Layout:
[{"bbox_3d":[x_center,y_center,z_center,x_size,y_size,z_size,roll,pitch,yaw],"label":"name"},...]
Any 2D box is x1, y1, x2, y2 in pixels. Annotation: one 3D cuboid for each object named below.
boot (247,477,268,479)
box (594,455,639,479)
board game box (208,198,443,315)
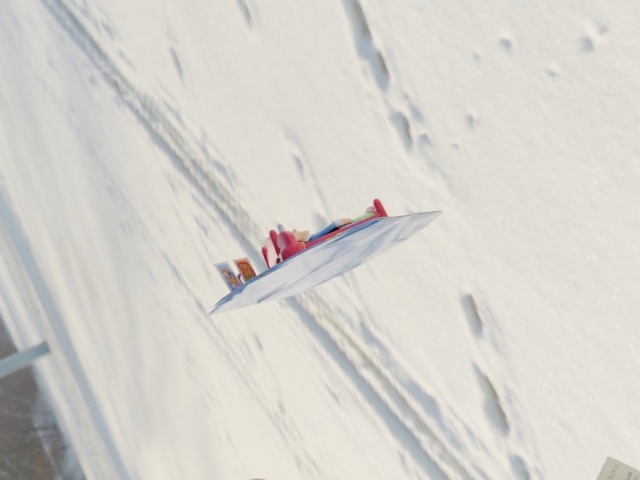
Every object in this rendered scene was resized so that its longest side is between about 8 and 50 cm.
[{"bbox_3d":[-0.046,0.341,0.770,0.090,0.207,0.248,15,-149,-52],"label":"boot"},{"bbox_3d":[0.334,0.336,0.902,0.232,0.127,0.149,24,125,20],"label":"box"},{"bbox_3d":[0.000,0.000,0.635,0.133,0.168,0.033,-31,80,29],"label":"board game box"}]
